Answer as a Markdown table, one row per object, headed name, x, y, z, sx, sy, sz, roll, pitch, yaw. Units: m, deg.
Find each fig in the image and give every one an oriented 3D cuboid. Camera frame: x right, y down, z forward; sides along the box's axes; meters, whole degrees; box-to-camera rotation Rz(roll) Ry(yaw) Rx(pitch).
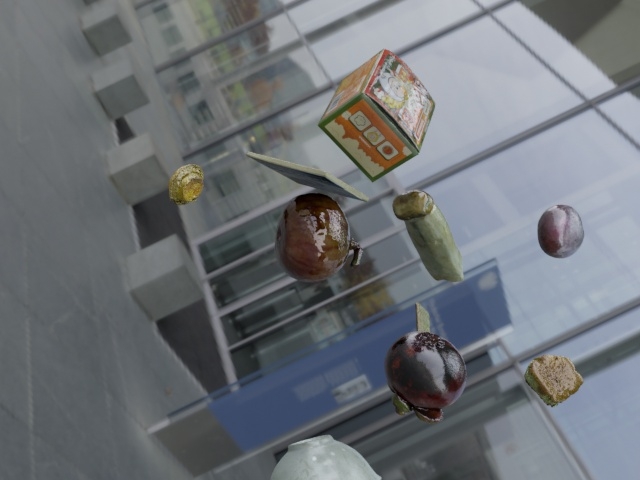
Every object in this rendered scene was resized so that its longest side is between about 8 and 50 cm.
| name | x | y | z | sx | sy | sz | roll | pitch | yaw |
| --- | --- | --- | --- | --- | --- | --- | --- | --- | --- |
| fig | -0.018 | -0.004 | 2.033 | 0.235 | 0.214 | 0.235 | 39 | -41 | 46 |

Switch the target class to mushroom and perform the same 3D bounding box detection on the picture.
| name | x | y | z | sx | sy | sz | roll | pitch | yaw |
| --- | --- | --- | --- | --- | --- | --- | --- | --- | --- |
| mushroom | 0.258 | -0.009 | 1.823 | 0.100 | 0.081 | 0.312 | 7 | -31 | 34 |

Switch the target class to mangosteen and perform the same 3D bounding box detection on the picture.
| name | x | y | z | sx | sy | sz | roll | pitch | yaw |
| --- | --- | --- | --- | --- | --- | --- | --- | --- | --- |
| mangosteen | 0.214 | 0.291 | 1.657 | 0.200 | 0.200 | 0.200 | 154 | -90 | -90 |

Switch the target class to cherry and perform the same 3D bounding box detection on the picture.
| name | x | y | z | sx | sy | sz | roll | pitch | yaw |
| --- | --- | --- | --- | --- | --- | --- | --- | --- | --- |
| cherry | 0.750 | -0.021 | 2.465 | 0.140 | 0.176 | 0.176 | 7 | -46 | 42 |

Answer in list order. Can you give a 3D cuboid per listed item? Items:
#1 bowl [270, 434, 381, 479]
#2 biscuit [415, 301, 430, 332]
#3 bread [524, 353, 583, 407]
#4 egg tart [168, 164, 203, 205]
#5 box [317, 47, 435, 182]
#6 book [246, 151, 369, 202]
| name | x | y | z | sx | sy | sz | roll | pitch | yaw |
| --- | --- | --- | --- | --- | --- | --- | --- | --- | --- |
| bowl | -0.013 | 0.583 | 2.008 | 0.313 | 0.313 | 0.146 | 66 | 9 | -78 |
| biscuit | 0.290 | 0.251 | 2.202 | 0.231 | 0.016 | 0.139 | 42 | 45 | -70 |
| bread | 0.645 | 0.378 | 2.169 | 0.140 | 0.128 | 0.069 | 50 | -18 | 10 |
| egg tart | -0.373 | -0.154 | 2.224 | 0.052 | 0.130 | 0.130 | 29 | -21 | 31 |
| box | 0.125 | -0.266 | 1.650 | 0.177 | 0.148 | 0.195 | 44 | 40 | -18 |
| book | -0.026 | -0.160 | 2.015 | 0.322 | 0.228 | 0.018 | 20 | 87 | -66 |
